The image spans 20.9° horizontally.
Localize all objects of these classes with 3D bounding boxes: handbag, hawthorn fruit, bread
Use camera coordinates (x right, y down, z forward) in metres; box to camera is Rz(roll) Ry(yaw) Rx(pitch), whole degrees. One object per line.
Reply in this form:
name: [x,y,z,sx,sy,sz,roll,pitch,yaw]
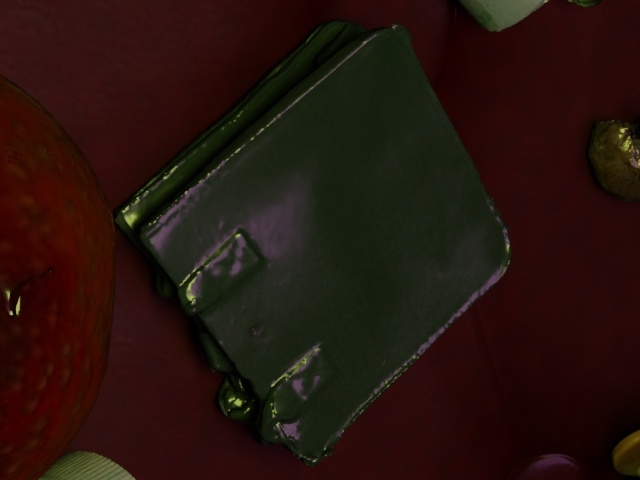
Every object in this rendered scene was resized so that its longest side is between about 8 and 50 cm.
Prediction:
handbag: [0.002,0.000,1.254,0.260,0.079,0.247,-44,125,-20]
hawthorn fruit: [-0.244,0.026,0.900,0.316,0.316,0.316,-13,111,-38]
bread: [0.284,-0.072,1.488,0.113,0.060,0.082,-21,113,-37]

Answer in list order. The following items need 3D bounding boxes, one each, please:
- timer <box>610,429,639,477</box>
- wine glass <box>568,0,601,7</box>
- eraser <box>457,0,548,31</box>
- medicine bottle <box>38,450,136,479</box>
timer: [0.370,0.299,1.552,0.233,0.240,0.233,-8,141,-7]
wine glass: [0.254,-0.275,1.391,0.195,0.079,0.079,-49,128,-21]
eraser: [0.112,-0.288,1.263,0.227,0.081,0.174,43,70,-39]
medicine bottle: [-0.210,0.233,1.080,0.225,0.139,0.139,-30,121,-45]
